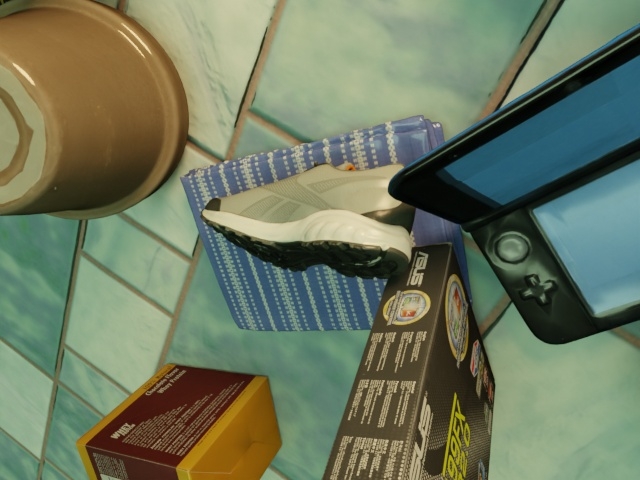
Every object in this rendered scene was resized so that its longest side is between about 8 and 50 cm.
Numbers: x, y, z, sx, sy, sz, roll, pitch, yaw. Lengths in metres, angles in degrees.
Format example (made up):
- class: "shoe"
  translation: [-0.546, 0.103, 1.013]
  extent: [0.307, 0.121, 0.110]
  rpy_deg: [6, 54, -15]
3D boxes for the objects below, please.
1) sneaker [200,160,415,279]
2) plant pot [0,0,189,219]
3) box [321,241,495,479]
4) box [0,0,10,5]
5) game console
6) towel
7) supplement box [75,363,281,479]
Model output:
- class: "sneaker"
  translation: [-0.017, -0.028, 0.518]
  extent: [0.271, 0.108, 0.100]
  rpy_deg: [4, 158, 38]
- class: "plant pot"
  translation: [-0.296, -0.128, 0.513]
  extent: [0.263, 0.229, 0.263]
  rpy_deg: [0, 108, 0]
- class: "box"
  translation: [0.100, 0.169, 0.443]
  extent: [0.060, 0.270, 0.216]
  rpy_deg: [-7, 125, 28]
- class: "box"
  translation: [-0.532, -0.328, 0.668]
  extent: [0.318, 0.097, 0.395]
  rpy_deg: [-1, 112, 26]
- class: "game console"
  translation: [0.248, -0.027, 0.379]
  extent: [0.293, 0.173, 0.250]
  rpy_deg: [-30, 96, 32]
- class: "towel"
  translation: [0.000, 0.000, 0.594]
  extent: [0.336, 0.040, 0.243]
  rpy_deg: [-6, 110, 29]
- class: "supplement box"
  translation: [-0.192, 0.292, 0.706]
  extent: [0.194, 0.191, 0.129]
  rpy_deg: [0, 110, 25]
